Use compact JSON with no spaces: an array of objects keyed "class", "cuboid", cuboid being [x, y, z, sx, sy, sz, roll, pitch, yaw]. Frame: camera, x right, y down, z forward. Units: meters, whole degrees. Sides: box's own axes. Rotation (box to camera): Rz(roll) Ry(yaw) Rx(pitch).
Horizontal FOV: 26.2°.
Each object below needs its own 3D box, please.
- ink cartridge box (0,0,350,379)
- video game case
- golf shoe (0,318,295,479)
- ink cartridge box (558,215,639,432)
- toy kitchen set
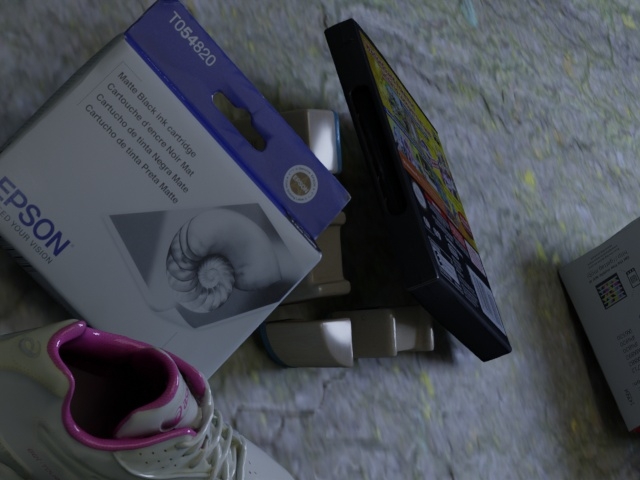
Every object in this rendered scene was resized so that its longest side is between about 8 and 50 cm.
[{"class":"ink cartridge box","cuboid":[-0.106,-0.031,0.992,0.223,0.045,0.224,47,72,-18]},{"class":"video game case","cuboid":[0.092,-0.035,1.237,0.275,0.035,0.248,40,31,-64]},{"class":"golf shoe","cuboid":[-0.106,0.139,0.899,0.306,0.140,0.115,28,46,-39]},{"class":"ink cartridge box","cuboid":[0.446,0.135,1.544,0.309,0.130,0.272,12,50,-46]},{"class":"toy kitchen set","cuboid":[0.000,0.000,1.167,0.166,0.122,0.207,-3,90,-51]}]
